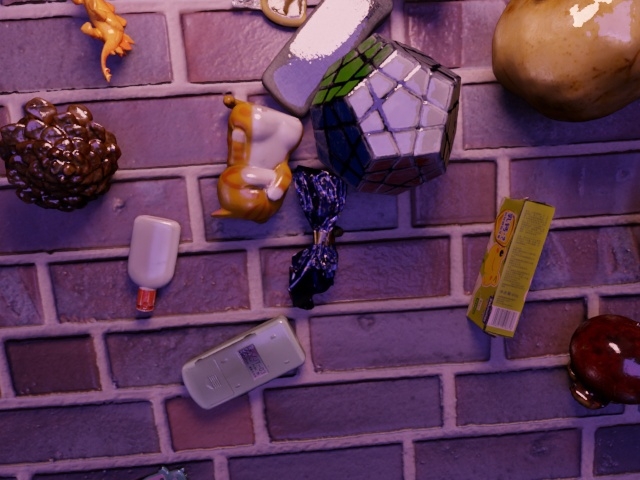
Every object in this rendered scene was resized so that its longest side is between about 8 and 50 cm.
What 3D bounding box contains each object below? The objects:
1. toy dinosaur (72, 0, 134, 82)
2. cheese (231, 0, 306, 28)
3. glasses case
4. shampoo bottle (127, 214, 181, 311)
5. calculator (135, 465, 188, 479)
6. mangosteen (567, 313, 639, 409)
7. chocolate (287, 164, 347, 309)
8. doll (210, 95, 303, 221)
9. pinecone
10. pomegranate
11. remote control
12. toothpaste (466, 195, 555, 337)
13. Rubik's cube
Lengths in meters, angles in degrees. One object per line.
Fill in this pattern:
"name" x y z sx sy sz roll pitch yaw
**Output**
"toy dinosaur" -0.446 -0.446 0.864 0.070 0.117 0.288 -23 84 13
"cheese" -0.111 -0.518 0.909 0.162 0.036 0.086 3 97 -4
"glasses case" 0.011 -0.429 0.909 0.131 0.074 0.323 40 95 -9
"shampoo bottle" -0.396 0.056 0.973 0.108 0.051 0.221 11 97 -7
"calculator" -0.411 0.634 1.077 0.141 0.019 0.094 -20 96 1
"mangosteen" 0.698 0.306 1.000 0.215 0.215 0.258 24 116 -6
"chocolate" -0.002 0.003 0.958 0.148 0.126 0.344 -7 107 -44
"doll" -0.138 -0.169 0.900 0.166 0.162 0.270 8 93 -31
"pinecone" -0.531 -0.171 0.858 0.202 0.201 0.229 36 98 -12
"pomegranate" 0.510 -0.404 0.810 0.332 0.332 0.333 0 99 -3
"remote control" -0.190 0.305 1.019 0.296 0.056 0.140 -27 97 3
"toothpaste" 0.445 0.061 0.987 0.077 0.110 0.328 14 97 -3
"Rubik's cube" 0.135 -0.247 0.847 0.264 0.319 0.319 -33 100 -24
